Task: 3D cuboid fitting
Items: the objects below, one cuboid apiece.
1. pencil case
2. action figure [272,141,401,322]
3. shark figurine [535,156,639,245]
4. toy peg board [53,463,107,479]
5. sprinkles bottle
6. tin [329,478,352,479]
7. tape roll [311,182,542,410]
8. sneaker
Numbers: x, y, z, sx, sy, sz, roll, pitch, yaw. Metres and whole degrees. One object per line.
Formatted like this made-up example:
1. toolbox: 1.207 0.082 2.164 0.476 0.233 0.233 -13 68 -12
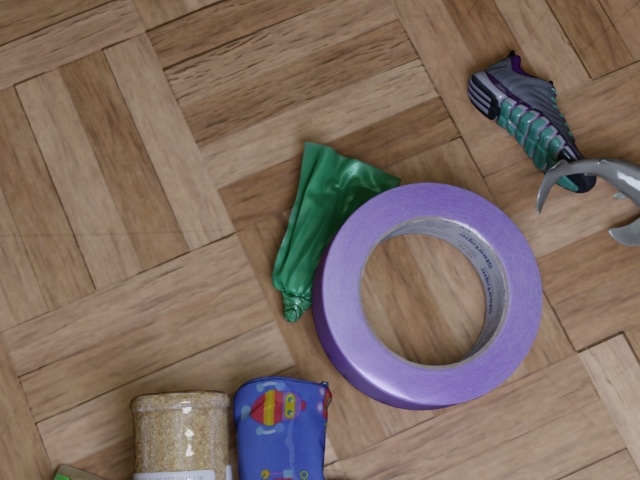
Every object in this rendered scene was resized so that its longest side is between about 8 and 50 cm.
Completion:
1. pencil case: -0.040 0.310 1.446 0.120 0.133 0.306 -1 68 -3
2. action figure: 0.000 0.000 1.616 0.137 0.063 0.232 21 73 8
3. shark figurine: 0.410 -0.062 1.562 0.278 0.116 0.166 32 67 -11
4. toy peg board: -0.278 0.366 1.491 0.161 0.079 0.161 19 73 9
5. sprinkles bottle: -0.157 0.355 1.442 0.121 0.121 0.355 -3 79 1
6. tin: 0.058 0.367 1.501 0.190 0.040 0.106 34 80 13
7. tape roll: 0.131 0.070 1.541 0.275 0.090 0.274 2 78 -10
8. sneaker: 0.302 -0.165 1.654 0.098 0.083 0.223 -38 74 -18
